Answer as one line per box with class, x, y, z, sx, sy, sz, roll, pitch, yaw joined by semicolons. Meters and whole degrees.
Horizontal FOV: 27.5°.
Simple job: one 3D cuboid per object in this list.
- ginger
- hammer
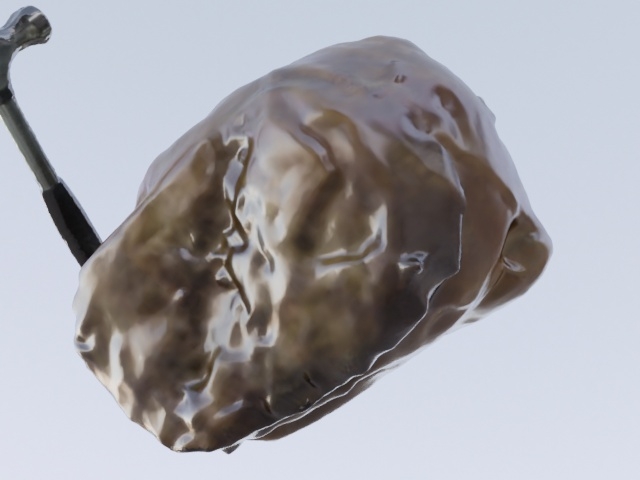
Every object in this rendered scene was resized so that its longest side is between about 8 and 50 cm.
ginger;-0.003;-0.003;0.823;0.269;0.200;0.223;-37;-12;27
hammer;-0.172;-0.020;0.851;0.103;0.029;0.246;-42;-56;-31
